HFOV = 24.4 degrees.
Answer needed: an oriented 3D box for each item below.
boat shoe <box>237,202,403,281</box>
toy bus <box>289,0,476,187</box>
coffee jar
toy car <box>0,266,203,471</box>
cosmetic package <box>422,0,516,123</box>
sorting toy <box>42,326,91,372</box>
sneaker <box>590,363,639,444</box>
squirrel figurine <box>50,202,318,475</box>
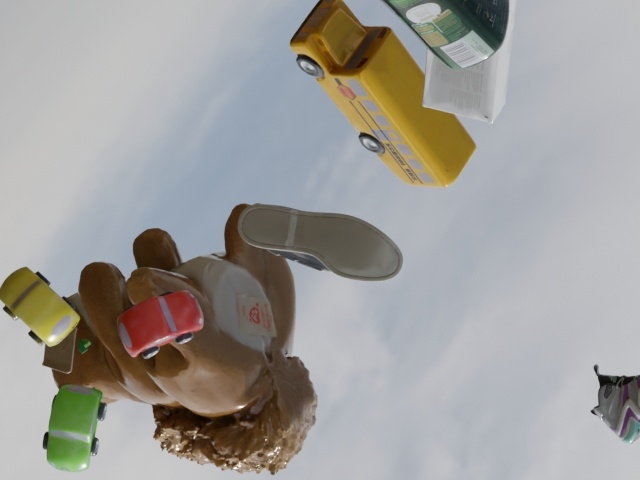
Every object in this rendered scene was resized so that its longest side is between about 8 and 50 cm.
[{"bbox_3d":[0.000,0.000,1.805,0.065,0.206,0.075,147,-42,-87],"label":"boat shoe"},{"bbox_3d":[0.098,-0.228,2.302,0.130,0.332,0.108,9,-123,50],"label":"toy bus"},{"bbox_3d":[0.095,-0.244,1.373,0.079,0.184,0.096,-17,-129,38],"label":"coffee jar"},{"bbox_3d":[-0.264,0.147,1.663,0.053,0.239,0.225,92,7,-77],"label":"toy car"},{"bbox_3d":[0.188,-0.269,1.834,0.060,0.099,0.239,-50,151,-46],"label":"cosmetic package"},{"bbox_3d":[-0.334,0.143,1.954,0.083,0.012,0.062,11,-88,39],"label":"sorting toy"},{"bbox_3d":[0.277,0.128,1.331,0.038,0.069,0.098,-10,135,-60],"label":"sneaker"},{"bbox_3d":[-0.206,0.187,2.065,0.370,0.397,0.281,-24,-165,36],"label":"squirrel figurine"}]
